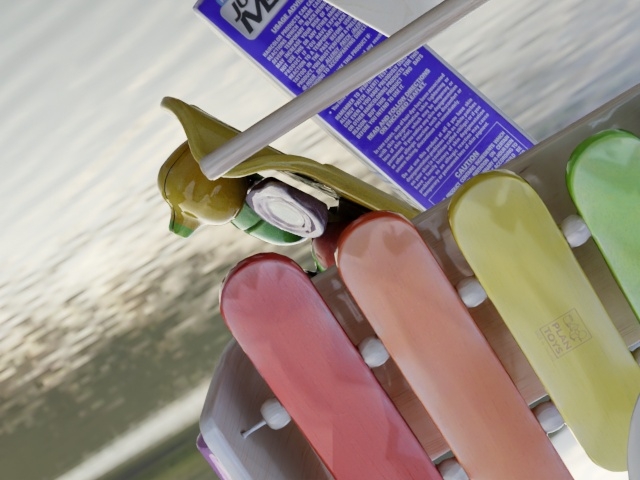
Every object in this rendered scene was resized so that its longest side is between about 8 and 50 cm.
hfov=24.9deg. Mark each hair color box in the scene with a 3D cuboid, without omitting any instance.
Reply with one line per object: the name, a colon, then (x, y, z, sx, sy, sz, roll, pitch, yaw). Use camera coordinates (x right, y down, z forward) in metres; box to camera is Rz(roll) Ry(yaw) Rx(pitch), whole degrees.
hair color box: (0.056, -0.114, 1.207, 0.110, 0.339, 0.185, -48, -175, 3)

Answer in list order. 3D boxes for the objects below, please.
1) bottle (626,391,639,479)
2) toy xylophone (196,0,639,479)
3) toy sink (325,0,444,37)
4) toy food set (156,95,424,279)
bottle: (0.217, 0.052, 0.401, 0.282, 0.092, 0.118, -2, -167, -27)
toy xylophone: (0.081, 0.013, 0.647, 0.322, 0.236, 0.081, -39, -160, 7)
toy sink: (-0.018, -0.242, 0.903, 0.131, 0.234, 0.153, -53, 152, 12)
toy food set: (0.000, 0.000, 0.763, 0.128, 0.218, 0.071, 25, -90, 62)
